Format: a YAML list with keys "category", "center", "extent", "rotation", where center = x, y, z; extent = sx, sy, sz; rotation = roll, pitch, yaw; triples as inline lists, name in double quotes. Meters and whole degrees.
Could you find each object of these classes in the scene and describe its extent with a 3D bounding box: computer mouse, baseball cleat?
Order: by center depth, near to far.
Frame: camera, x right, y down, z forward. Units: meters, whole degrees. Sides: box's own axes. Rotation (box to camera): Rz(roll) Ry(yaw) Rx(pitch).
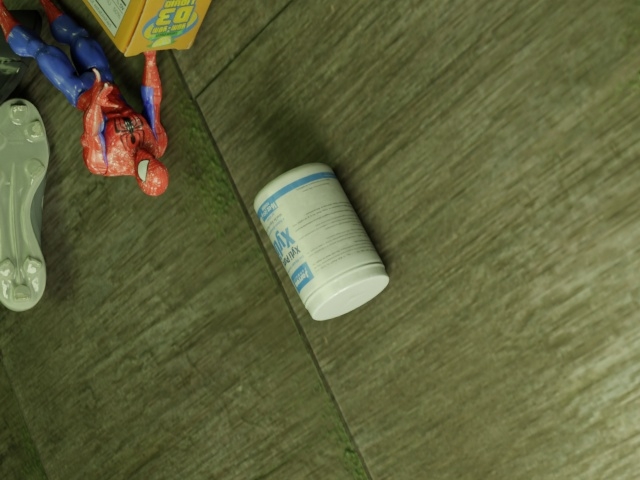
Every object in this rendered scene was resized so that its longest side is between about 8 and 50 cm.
- category: "computer mouse"
  center: [-0.360, -0.119, 1.807]
  extent: [0.262, 0.060, 0.184]
  rotation: [-30, 40, 51]
- category: "baseball cleat"
  center: [-0.305, -0.035, 1.834]
  extent: [0.109, 0.072, 0.206]
  rotation: [-175, 87, -71]

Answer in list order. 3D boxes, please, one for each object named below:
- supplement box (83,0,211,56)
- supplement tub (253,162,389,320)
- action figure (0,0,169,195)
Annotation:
- category: "supplement box"
  center: [-0.185, -0.262, 1.606]
  extent: [0.233, 0.078, 0.080]
  rotation: [54, 134, 25]
- category: "supplement tub"
  center: [0.000, 0.000, 1.465]
  extent: [0.071, 0.071, 0.107]
  rotation: [-47, 64, 47]
- category: "action figure"
  center: [-0.201, -0.164, 1.643]
  extent: [0.280, 0.091, 0.139]
  rotation: [55, 147, 24]
